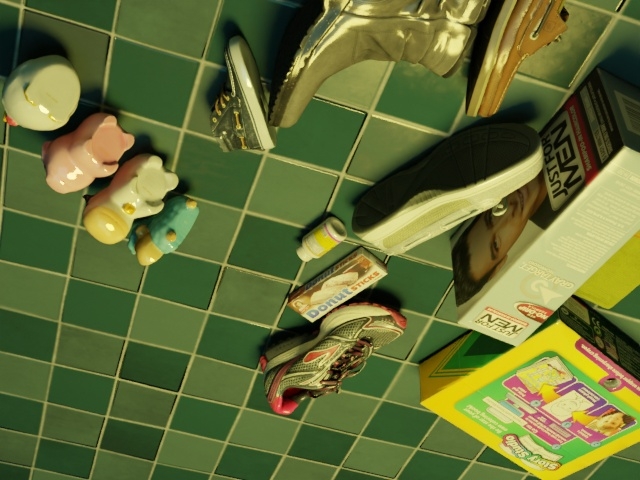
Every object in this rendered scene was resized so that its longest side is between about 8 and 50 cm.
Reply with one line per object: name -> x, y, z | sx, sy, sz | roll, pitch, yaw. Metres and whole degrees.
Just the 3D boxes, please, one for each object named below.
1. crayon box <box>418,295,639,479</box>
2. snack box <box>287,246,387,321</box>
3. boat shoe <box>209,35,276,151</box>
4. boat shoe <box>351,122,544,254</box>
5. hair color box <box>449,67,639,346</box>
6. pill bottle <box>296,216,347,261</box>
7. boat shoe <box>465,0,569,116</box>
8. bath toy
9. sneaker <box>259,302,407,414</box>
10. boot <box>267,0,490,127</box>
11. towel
crayon box -> 0.414, 0.269, 1.628 | 0.363, 0.106, 0.313 | 35, 127, -25
snack box -> 0.027, 0.076, 1.531 | 0.064, 0.022, 0.178 | 36, 125, -29
boat shoe -> -0.123, -0.196, 1.261 | 0.083, 0.065, 0.183 | -8, 132, 9
boat shoe -> 0.194, -0.068, 1.332 | 0.320, 0.118, 0.103 | -29, 131, 31
hair color box -> 0.336, -0.038, 1.296 | 0.113, 0.185, 0.374 | 22, 130, -16
pill bottle -> 0.000, 0.000, 1.448 | 0.043, 0.043, 0.083 | 36, 126, -26
boat shoe -> 0.262, -0.279, 1.131 | 0.104, 0.111, 0.307 | 10, 132, -4
bath toy -> -0.336, -0.115, 1.317 | 0.129, 0.151, 0.348 | 9, 145, 47
sneaker -> 0.028, 0.207, 1.580 | 0.299, 0.112, 0.121 | -33, 136, 26
boot -> 0.075, -0.249, 1.174 | 0.222, 0.118, 0.338 | 16, 136, -18
towel -> 0.509, 0.027, 1.456 | 0.102, 0.021, 0.237 | 25, 130, -17
